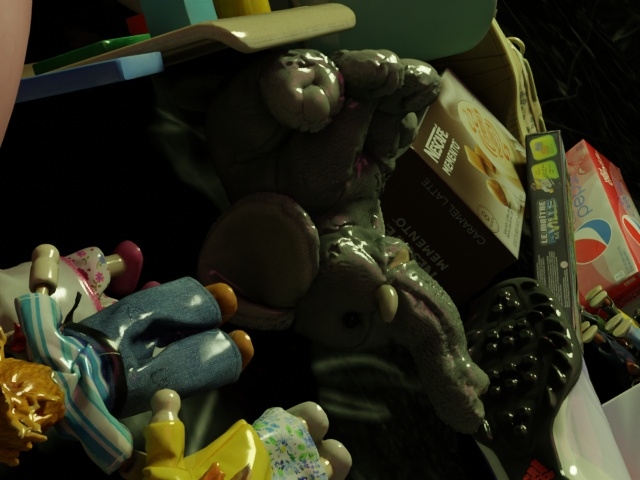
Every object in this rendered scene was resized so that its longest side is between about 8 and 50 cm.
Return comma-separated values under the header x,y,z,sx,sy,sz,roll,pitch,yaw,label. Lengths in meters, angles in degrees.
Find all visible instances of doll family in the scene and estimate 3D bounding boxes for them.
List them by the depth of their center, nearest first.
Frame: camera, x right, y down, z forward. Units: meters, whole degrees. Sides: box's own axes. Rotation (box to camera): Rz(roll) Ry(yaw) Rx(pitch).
x,y,z,sx,sy,sz,roll,pitch,yaw,label
-0.079,0.083,0.384,0.263,0.118,0.163,55,31,11,doll family
0.335,0.112,0.907,0.111,0.076,0.193,42,18,-8,doll family

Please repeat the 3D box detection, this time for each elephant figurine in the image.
x,y,z,sx,sy,sz,roll,pitch,yaw,label
0.000,0.000,0.568,0.170,0.186,0.239,-2,93,-18,elephant figurine

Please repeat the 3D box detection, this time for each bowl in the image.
x,y,z,sx,sy,sz,roll,pitch,yaw,label
0.004,-0.277,0.790,0.311,0.163,0.311,54,-11,15,bowl

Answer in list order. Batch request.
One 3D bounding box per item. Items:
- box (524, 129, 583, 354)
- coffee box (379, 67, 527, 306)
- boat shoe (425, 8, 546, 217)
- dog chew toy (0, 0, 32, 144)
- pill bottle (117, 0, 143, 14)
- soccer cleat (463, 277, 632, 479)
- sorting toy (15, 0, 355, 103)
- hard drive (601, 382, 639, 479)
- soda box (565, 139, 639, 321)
x,y,z,sx,sy,sz,roll,pitch,yaw,label
0.238,0.006,0.858,0.114,0.036,0.206,41,47,-62,box
0.122,-0.058,0.828,0.141,0.098,0.246,45,30,-8,coffee box
0.198,-0.158,0.971,0.089,0.105,0.285,-59,134,-42,boat shoe
-0.276,-0.098,0.270,0.332,0.206,0.206,13,45,-34,dog chew toy
-0.168,-0.318,0.508,0.224,0.224,0.392,65,12,26,pill bottle
0.190,0.175,0.665,0.116,0.109,0.318,40,30,-42,soccer cleat
-0.097,-0.139,0.557,0.348,0.196,0.047,-37,118,-60,sorting toy
0.308,0.249,0.613,0.040,0.210,0.318,20,41,-39,hard drive
0.366,-0.010,1.101,0.083,0.092,0.263,31,35,-27,soda box
